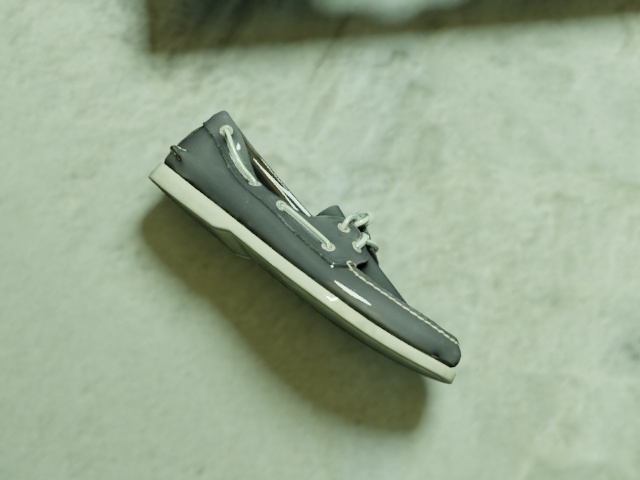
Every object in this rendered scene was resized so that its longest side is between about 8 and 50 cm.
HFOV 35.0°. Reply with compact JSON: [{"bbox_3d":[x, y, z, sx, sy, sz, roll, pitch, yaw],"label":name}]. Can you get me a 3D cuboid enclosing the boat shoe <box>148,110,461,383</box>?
[{"bbox_3d":[0.000,0.000,0.558,0.206,0.075,0.065,35,82,15],"label":"boat shoe"}]
